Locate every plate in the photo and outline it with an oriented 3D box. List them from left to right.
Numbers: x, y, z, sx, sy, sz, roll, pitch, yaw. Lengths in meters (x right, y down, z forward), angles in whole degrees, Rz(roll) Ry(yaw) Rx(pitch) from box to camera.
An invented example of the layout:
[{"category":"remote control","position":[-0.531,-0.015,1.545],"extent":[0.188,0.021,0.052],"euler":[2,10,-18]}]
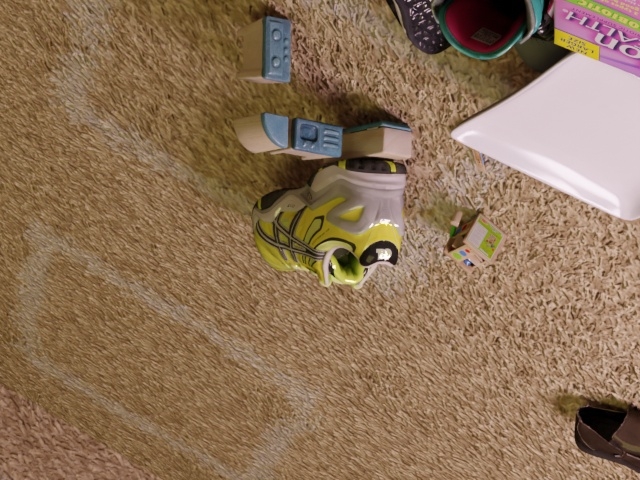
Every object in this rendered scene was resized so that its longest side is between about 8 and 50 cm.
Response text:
[{"category":"plate","position":[0.333,-0.127,1.900],"extent":[0.277,0.045,0.278],"euler":[23,154,-20]}]

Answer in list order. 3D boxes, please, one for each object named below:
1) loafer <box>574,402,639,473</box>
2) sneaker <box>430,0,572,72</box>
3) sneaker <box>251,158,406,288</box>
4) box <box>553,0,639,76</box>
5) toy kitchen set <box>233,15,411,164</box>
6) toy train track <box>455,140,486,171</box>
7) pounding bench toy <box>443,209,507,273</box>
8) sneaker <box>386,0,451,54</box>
[{"category":"loafer","position":[0.463,0.292,2.429],"extent":[0.220,0.080,0.078],"euler":[7,143,37]},{"category":"sneaker","position":[0.204,-0.244,1.759],"extent":[0.123,0.178,0.295],"euler":[14,147,28]},{"category":"sneaker","position":[0.000,0.000,2.296],"extent":[0.145,0.147,0.384],"euler":[2,166,-20]},{"category":"box","position":[0.346,-0.251,1.611],"extent":[0.213,0.117,0.243],"euler":[24,168,14]},{"category":"toy kitchen set","position":[0.005,-0.193,2.142],"extent":[0.207,0.166,0.122],"euler":[7,171,-41]},{"category":"toy train track","position":[0.202,-0.117,2.123],"extent":[0.048,0.014,0.083],"euler":[9,150,22]},{"category":"pounding bench toy","position":[0.197,-0.004,2.256],"extent":[0.083,0.052,0.065],"euler":[39,150,-14]},{"category":"sneaker","position":[0.100,-0.309,1.884],"extent":[0.235,0.084,0.097],"euler":[50,-170,-51]}]
